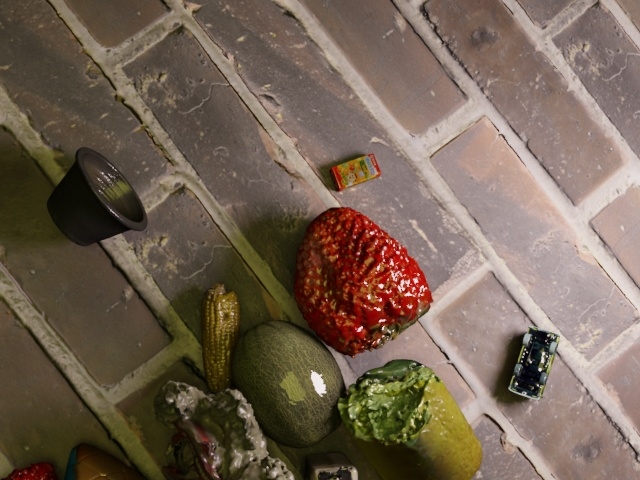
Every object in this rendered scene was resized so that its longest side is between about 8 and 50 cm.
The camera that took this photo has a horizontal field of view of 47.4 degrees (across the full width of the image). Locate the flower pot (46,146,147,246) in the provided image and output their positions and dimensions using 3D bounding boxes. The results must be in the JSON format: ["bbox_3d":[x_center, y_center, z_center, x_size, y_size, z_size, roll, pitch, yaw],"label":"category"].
[{"bbox_3d":[-0.534,-0.082,1.702,0.148,0.235,0.235,-35,89,9],"label":"flower pot"}]

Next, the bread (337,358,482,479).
[{"bbox_3d":[0.225,0.449,1.668,0.251,0.208,0.376,-43,126,-19],"label":"bread"}]

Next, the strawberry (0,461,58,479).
[{"bbox_3d":[-0.653,0.586,1.606,0.184,0.186,0.201,16,47,10],"label":"strawberry"}]

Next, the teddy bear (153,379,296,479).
[{"bbox_3d":[-0.192,0.496,1.532,0.225,0.368,0.357,-1,103,-42],"label":"teddy bear"}]

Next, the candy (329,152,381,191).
[{"bbox_3d":[0.089,-0.175,1.876,0.122,0.038,0.062,-20,86,-10],"label":"candy"}]

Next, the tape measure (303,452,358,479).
[{"bbox_3d":[0.019,0.611,1.643,0.133,0.271,0.231,-2,81,-8],"label":"tape measure"}]

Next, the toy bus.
[{"bbox_3d":[0.544,0.314,1.845,0.088,0.101,0.174,17,80,23],"label":"toy bus"}]

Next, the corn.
[{"bbox_3d":[-0.239,0.232,1.746,0.097,0.097,0.261,-2,84,-9],"label":"corn"}]

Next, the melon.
[{"bbox_3d":[-0.074,0.325,1.684,0.238,0.237,0.301,-33,85,-11],"label":"melon"}]

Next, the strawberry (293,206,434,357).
[{"bbox_3d":[0.084,0.085,1.718,0.312,0.267,0.351,-22,86,-31],"label":"strawberry"}]

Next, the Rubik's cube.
[{"bbox_3d":[-0.480,0.620,1.651,0.255,0.254,0.254,1,82,-8],"label":"Rubik's cube"}]
